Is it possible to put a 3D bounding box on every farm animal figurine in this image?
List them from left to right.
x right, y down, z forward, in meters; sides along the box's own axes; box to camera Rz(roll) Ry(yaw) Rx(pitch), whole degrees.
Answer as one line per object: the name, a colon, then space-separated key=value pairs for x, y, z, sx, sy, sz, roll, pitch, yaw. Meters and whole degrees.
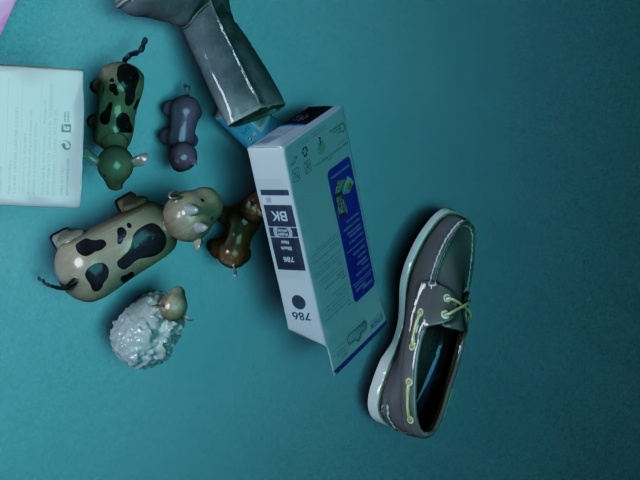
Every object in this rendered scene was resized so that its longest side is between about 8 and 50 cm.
farm animal figurine: x=-0.225 y=-0.040 z=1.885 sx=0.327 sy=0.172 sz=0.330 roll=-47 pitch=109 yaw=-9

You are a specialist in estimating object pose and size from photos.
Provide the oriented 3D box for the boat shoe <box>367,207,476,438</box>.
boat shoe: x=0.163 y=0.118 z=2.067 sx=0.116 sy=0.097 sz=0.324 roll=17 pitch=92 yaw=-43

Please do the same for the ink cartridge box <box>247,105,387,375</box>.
ink cartridge box: x=0.000 y=0.000 z=1.969 sx=0.165 sy=0.065 sz=0.332 roll=-39 pitch=122 yaw=-52

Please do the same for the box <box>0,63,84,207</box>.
box: x=-0.475 y=-0.133 z=1.763 sx=0.345 sy=0.215 sz=0.168 roll=1 pitch=96 yaw=-20

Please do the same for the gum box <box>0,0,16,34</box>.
gum box: x=-0.426 y=-0.341 z=1.836 sx=0.107 sy=0.062 sz=0.188 roll=25 pitch=88 yaw=-21

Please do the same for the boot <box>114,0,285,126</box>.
boot: x=-0.155 y=-0.244 z=1.899 sx=0.189 sy=0.076 sz=0.208 roll=-18 pitch=90 yaw=-35

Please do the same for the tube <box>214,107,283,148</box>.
tube: x=-0.054 y=-0.123 z=2.005 sx=0.207 sy=0.052 sz=0.080 roll=41 pitch=84 yaw=-24
